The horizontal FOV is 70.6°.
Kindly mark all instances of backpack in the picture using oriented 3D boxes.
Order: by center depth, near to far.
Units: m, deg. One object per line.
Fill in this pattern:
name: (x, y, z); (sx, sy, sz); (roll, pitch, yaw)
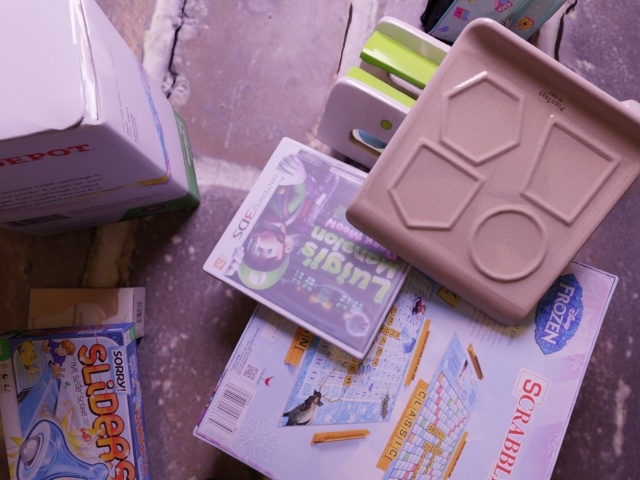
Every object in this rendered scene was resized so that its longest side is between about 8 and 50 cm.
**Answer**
backpack: (0.208, -0.315, 0.502); (0.144, 0.188, 0.166); (18, 82, 1)

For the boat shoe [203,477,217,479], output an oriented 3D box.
boat shoe: (-0.054, 0.392, 0.449); (0.104, 0.111, 0.307); (-39, 85, -6)

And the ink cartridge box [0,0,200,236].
ink cartridge box: (-0.250, -0.092, 0.419); (0.201, 0.278, 0.117); (-11, 84, -3)

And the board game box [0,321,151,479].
board game box: (-0.262, 0.193, 0.485); (0.136, 0.035, 0.201); (-4, 96, -2)

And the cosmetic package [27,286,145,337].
cosmetic package: (-0.265, 0.082, 0.516); (0.115, 0.041, 0.060); (-1, 84, -2)

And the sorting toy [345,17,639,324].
sorting toy: (0.154, -0.053, 0.405); (0.193, 0.038, 0.208); (33, 106, 1)

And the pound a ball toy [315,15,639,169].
pound a ball toy: (0.181, -0.124, 0.523); (0.319, 0.136, 0.208); (29, 61, 1)

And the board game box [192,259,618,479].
board game box: (0.084, 0.121, 0.468); (0.317, 0.066, 0.319); (24, 79, 13)

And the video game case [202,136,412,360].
video game case: (0.000, 0.000, 0.467); (0.190, 0.022, 0.173); (27, 79, 14)
